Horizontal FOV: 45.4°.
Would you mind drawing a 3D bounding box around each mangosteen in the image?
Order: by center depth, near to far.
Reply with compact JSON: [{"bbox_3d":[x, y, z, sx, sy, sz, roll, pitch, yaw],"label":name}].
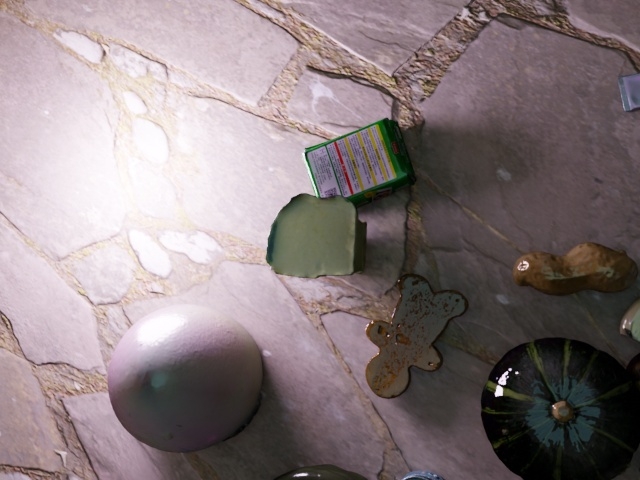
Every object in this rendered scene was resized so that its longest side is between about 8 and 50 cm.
[{"bbox_3d":[0.697,0.289,1.601,0.140,0.140,0.140,-2,82,15],"label":"mangosteen"}]

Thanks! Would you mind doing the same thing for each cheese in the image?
[{"bbox_3d":[0.761,0.123,1.651,0.127,0.050,0.255,33,92,17],"label":"cheese"}]

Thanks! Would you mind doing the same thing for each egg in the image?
[{"bbox_3d":[-0.337,0.318,1.772,0.354,0.340,0.354,-2,81,13],"label":"egg"}]

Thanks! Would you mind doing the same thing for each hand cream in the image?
[{"bbox_3d":[0.817,-0.361,1.713,0.275,0.050,0.079,-11,52,18],"label":"hand cream"}]

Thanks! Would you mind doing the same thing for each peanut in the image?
[{"bbox_3d":[0.560,0.068,1.690,0.263,0.101,0.117,-8,55,16],"label":"peanut"}]

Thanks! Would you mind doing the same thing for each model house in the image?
[{"bbox_3d":[0.000,0.000,1.801,0.214,0.189,0.195,-2,82,15],"label":"model house"}]

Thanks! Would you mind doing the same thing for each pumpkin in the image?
[{"bbox_3d":[0.498,0.359,1.589,0.323,0.241,0.323,-4,80,21],"label":"pumpkin"}]

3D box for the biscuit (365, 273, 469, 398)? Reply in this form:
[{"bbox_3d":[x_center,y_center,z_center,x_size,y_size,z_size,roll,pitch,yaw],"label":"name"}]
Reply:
[{"bbox_3d":[0.205,0.229,1.788,0.197,0.049,0.301,27,90,21],"label":"biscuit"}]

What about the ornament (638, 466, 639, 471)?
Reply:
[{"bbox_3d":[0.804,0.430,1.497,0.240,0.239,0.240,29,90,17],"label":"ornament"}]

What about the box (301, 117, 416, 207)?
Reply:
[{"bbox_3d":[0.091,-0.178,1.849,0.250,0.103,0.180,-20,77,13],"label":"box"}]

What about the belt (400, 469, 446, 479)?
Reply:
[{"bbox_3d":[0.238,0.599,1.710,0.163,0.082,0.147,22,92,18],"label":"belt"}]

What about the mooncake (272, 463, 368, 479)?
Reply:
[{"bbox_3d":[0.000,0.683,1.706,0.356,0.194,0.356,-3,77,15],"label":"mooncake"}]
